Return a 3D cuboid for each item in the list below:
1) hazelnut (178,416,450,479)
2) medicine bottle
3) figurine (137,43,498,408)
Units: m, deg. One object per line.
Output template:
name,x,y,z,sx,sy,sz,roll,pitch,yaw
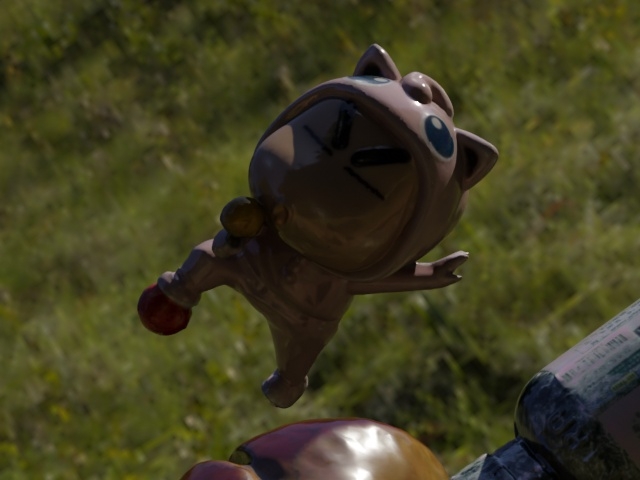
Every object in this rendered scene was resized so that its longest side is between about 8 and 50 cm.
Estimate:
hazelnut,-0.008,0.355,1.794,0.359,0.409,0.359,-4,-59,-7
medicine bottle,0.214,0.097,1.128,0.293,0.141,0.141,-35,-28,-8
figurine,0.000,0.000,1.492,0.287,0.176,0.186,-46,-12,22
